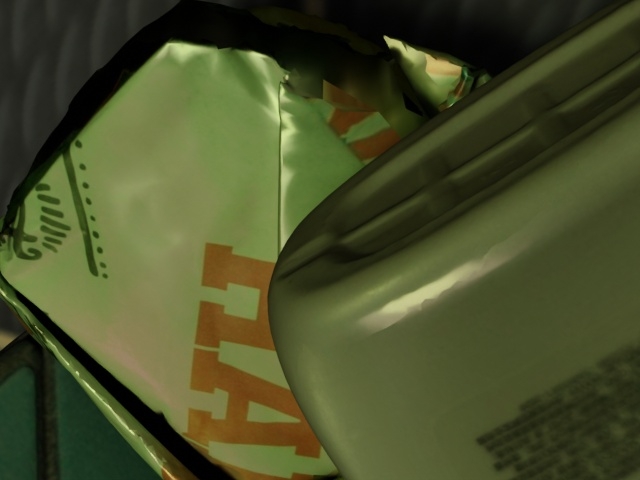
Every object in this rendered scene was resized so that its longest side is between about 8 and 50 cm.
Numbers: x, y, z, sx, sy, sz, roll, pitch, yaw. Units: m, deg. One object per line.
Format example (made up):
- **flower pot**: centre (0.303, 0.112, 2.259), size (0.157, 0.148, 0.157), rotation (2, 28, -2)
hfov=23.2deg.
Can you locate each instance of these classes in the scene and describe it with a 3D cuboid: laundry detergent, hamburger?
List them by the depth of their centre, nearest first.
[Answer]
- **laundry detergent**: centre (0.190, 0.103, 0.517), size (0.264, 0.125, 0.398), rotation (-34, 107, 7)
- **hamburger**: centre (0.002, -0.002, 0.599), size (0.214, 0.125, 0.235), rotation (40, 110, -10)

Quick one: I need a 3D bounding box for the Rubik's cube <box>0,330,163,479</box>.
- **Rubik's cube**: centre (-0.111, 0.157, 0.708), size (0.205, 0.205, 0.207), rotation (51, 132, -3)
